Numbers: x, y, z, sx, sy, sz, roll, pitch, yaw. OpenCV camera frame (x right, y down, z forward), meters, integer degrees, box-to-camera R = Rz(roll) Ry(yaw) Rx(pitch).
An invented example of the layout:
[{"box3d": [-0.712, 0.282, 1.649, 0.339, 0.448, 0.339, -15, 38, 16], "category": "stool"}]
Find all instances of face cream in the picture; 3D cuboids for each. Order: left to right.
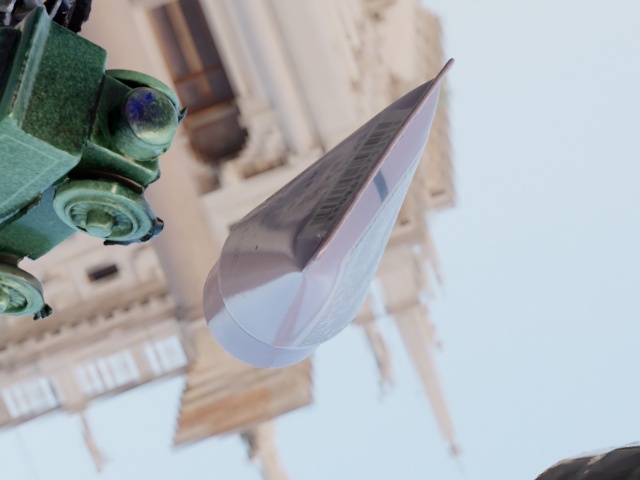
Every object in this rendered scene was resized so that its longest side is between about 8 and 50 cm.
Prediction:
[{"box3d": [0.000, 0.000, 1.124, 0.154, 0.096, 0.274, -52, -179, -27], "category": "face cream"}]

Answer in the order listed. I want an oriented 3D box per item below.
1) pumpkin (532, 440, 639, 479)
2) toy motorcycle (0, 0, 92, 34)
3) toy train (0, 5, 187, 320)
[{"box3d": [0.182, 0.241, 0.958, 0.315, 0.238, 0.315, -29, -134, 36], "category": "pumpkin"}, {"box3d": [-0.259, -0.201, 1.438, 0.159, 0.106, 0.270, 4, -127, 19], "category": "toy motorcycle"}, {"box3d": [-0.125, -0.027, 0.744, 0.172, 0.099, 0.070, -31, -139, 48], "category": "toy train"}]
